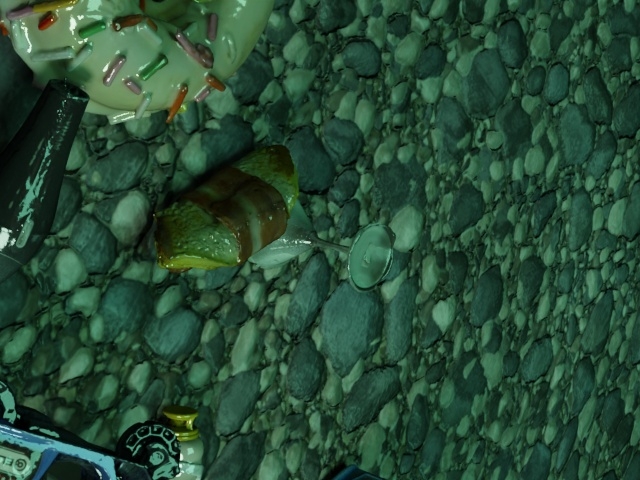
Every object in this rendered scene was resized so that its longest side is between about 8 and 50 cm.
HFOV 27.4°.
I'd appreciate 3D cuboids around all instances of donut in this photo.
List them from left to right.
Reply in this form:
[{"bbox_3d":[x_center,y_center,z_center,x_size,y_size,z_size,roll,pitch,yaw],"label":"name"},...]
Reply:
[{"bbox_3d":[-0.185,-0.314,1.426,0.383,0.142,0.382,-18,115,-45],"label":"donut"}]

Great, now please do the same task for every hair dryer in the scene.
[{"bbox_3d":[-0.372,-0.078,1.305,0.272,0.091,0.235,14,111,-43],"label":"hair dryer"}]

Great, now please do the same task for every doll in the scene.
[{"bbox_3d":[-0.182,0.276,1.679,0.084,0.073,0.127,-36,133,-80],"label":"doll"}]

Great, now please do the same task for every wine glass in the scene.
[{"bbox_3d":[0.000,0.000,1.715,0.122,0.183,0.122,-17,113,-46],"label":"wine glass"}]

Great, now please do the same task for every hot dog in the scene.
[{"bbox_3d":[-0.113,-0.025,1.624,0.261,0.123,0.093,-35,139,-34],"label":"hot dog"}]

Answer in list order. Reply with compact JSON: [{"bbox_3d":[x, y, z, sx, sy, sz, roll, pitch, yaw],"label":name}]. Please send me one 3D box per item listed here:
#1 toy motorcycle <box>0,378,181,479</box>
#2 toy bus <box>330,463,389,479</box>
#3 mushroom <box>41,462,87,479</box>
[{"bbox_3d":[-0.317,0.260,1.394,0.359,0.125,0.212,22,83,-26],"label":"toy motorcycle"},{"bbox_3d":[0.089,0.516,1.979,0.152,0.190,0.312,-35,127,-40],"label":"toy bus"},{"bbox_3d":[-0.289,0.395,1.566,0.159,0.122,0.328,-14,117,-8],"label":"mushroom"}]
